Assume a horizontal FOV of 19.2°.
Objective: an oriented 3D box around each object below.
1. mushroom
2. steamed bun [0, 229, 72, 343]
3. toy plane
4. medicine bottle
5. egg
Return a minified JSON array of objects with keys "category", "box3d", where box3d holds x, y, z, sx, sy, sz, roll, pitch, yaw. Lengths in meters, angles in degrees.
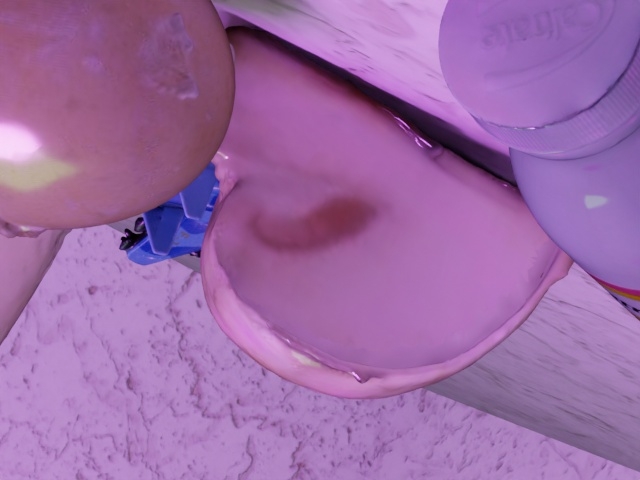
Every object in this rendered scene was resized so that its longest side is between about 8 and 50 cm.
[{"category":"mushroom","box3d":[-0.009,0.019,1.029,0.236,0.162,0.173,29,150,-5]},{"category":"steamed bun","box3d":[-0.369,-0.047,1.146,0.290,0.371,0.456,29,179,32]},{"category":"toy plane","box3d":[-0.032,-0.034,1.248,0.246,0.169,0.078,-1,-125,-43]},{"category":"medicine bottle","box3d":[0.112,-0.030,0.652,0.090,0.090,0.217,21,173,32]},{"category":"egg","box3d":[-0.133,-0.081,0.879,0.201,0.164,0.164,17,171,28]}]
